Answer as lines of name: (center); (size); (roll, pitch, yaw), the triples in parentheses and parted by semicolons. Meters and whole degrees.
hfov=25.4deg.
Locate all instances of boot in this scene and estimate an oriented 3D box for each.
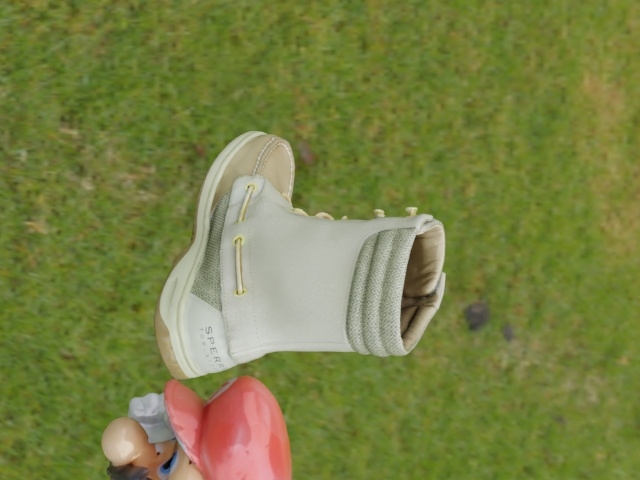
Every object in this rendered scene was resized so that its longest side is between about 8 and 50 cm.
boot: (0.000, 0.000, 0.898); (0.213, 0.165, 0.077); (-72, 149, -48)

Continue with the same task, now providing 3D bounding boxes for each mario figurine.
mario figurine: (-0.158, 0.208, 1.015); (0.320, 0.198, 0.170); (-46, 141, 10)
